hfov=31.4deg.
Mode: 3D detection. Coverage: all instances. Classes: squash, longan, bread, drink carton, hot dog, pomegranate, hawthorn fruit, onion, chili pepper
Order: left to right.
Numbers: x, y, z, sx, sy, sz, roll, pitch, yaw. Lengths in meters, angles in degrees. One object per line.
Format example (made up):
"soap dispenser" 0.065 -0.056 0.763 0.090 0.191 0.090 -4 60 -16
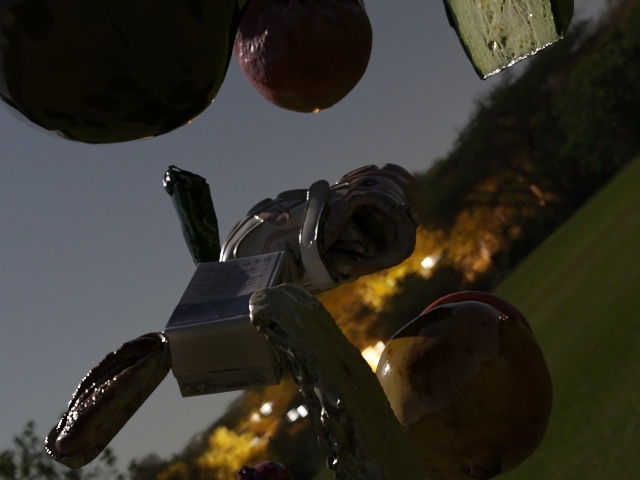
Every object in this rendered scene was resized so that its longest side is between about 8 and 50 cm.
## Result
"longan" -0.258 -0.312 1.376 0.404 0.404 0.336 -38 18 -29
"hot dog" -0.243 0.179 1.314 0.192 0.053 0.099 -49 35 -19
"chili pepper" -0.222 -0.032 2.001 0.062 0.216 0.108 -16 7 18
"drink carton" -0.111 0.104 1.505 0.134 0.102 0.222 -11 22 12
"onion" -0.093 0.387 1.759 0.107 0.097 0.107 -28 16 9
"hawthorn fruit" -0.028 -0.368 2.038 0.284 0.284 0.284 -41 -7 -6
"bread" 0.031 0.140 0.865 0.039 0.251 0.182 -31 -10 11
"pomegranate" 0.195 0.220 1.589 0.264 0.264 0.264 -41 -7 -6
"squash" 0.223 -0.301 1.316 0.085 0.184 0.192 -24 3 -26

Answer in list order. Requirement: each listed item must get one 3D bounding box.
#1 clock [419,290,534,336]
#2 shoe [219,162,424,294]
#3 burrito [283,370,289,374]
"clock" 0.244 0.177 1.832 0.205 0.205 0.051 -40 -26 -14
"shoe" -0.002 -0.002 1.773 0.351 0.172 0.198 -29 11 6
"burrito" -0.066 0.215 2.001 0.055 0.041 0.149 -33 -22 31
